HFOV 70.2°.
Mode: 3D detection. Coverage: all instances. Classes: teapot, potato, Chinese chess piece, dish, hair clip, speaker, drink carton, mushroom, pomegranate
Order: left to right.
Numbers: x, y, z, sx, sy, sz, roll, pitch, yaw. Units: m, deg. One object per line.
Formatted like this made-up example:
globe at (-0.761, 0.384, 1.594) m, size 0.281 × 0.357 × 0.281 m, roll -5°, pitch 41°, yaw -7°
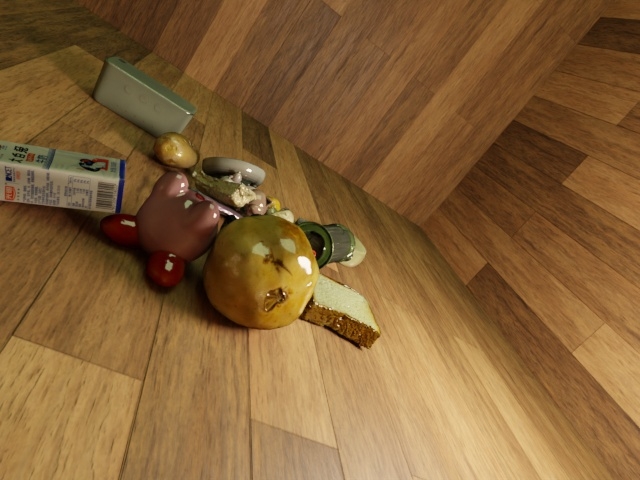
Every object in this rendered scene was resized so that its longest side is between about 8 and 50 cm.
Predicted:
drink carton at (-0.656, -0.154, 1.123) m, size 0.314 × 0.107 × 0.130 m, roll 5°, pitch 30°, yaw -26°
speaker at (-0.773, -0.610, 2.007) m, size 0.406 × 0.184 × 0.183 m, roll 31°, pitch 19°, yaw -19°
potato at (-0.583, -0.365, 1.846) m, size 0.234 × 0.146 × 0.150 m, roll -31°, pitch 114°, yaw -84°
hair clip at (-0.388, -0.119, 1.730) m, size 0.358 × 0.110 × 0.096 m, roll 18°, pitch 67°, yaw -55°
dish at (-0.379, -0.250, 1.952) m, size 0.273 × 0.134 × 0.273 m, roll 8°, pitch -9°, yaw 1°
pomegranate at (-0.172, 0.088, 1.299) m, size 0.332 × 0.332 × 0.332 m, roll 33°, pitch 19°, yaw -13°
mushroom at (-0.182, -0.075, 1.863) m, size 0.122 × 0.154 × 0.154 m, roll 53°, pitch 21°, yaw 9°
teapot at (0.000, 0.000, 1.970) m, size 0.270 × 0.200 × 0.337 m, roll 41°, pitch 16°, yaw 16°
Chinese chess piece at (0.108, 0.023, 2.255) m, size 0.250 × 0.101 × 0.250 m, roll 33°, pitch 19°, yaw -13°

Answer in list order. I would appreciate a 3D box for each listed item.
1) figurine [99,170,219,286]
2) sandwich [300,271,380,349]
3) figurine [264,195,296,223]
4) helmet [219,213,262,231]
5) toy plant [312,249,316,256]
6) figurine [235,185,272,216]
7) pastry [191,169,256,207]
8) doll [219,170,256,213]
figurine at (-0.412, -0.031, 1.280) m, size 0.269 × 0.261 × 0.211 m, roll 39°, pitch -9°, yaw 9°
sandwich at (0.053, 0.234, 1.652) m, size 0.301 × 0.099 × 0.271 m, roll 28°, pitch 15°, yaw -19°
figurine at (-0.211, -0.116, 1.990) m, size 0.246 × 0.131 × 0.156 m, roll 32°, pitch 31°, yaw -51°
helmet at (-0.236, -0.001, 1.520) m, size 0.216 × 0.193 × 0.189 m, roll 37°, pitch 0°, yaw -28°
toy plant at (-0.145, 0.019, 1.756) m, size 0.240 × 0.088 × 0.154 m, roll 45°, pitch 62°, yaw -3°
figurine at (-0.267, -0.143, 1.813) m, size 0.138 × 0.125 × 0.125 m, roll 40°, pitch 18°, yaw 16°
pastry at (-0.368, -0.190, 1.741) m, size 0.258 × 0.089 × 0.121 m, roll 20°, pitch -9°, yaw 24°
doll at (-0.346, -0.204, 1.863) m, size 0.160 × 0.161 × 0.059 m, roll 29°, pitch 22°, yaw -33°
